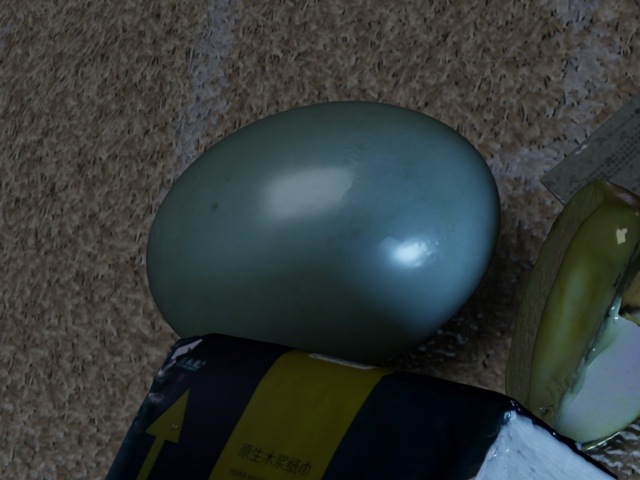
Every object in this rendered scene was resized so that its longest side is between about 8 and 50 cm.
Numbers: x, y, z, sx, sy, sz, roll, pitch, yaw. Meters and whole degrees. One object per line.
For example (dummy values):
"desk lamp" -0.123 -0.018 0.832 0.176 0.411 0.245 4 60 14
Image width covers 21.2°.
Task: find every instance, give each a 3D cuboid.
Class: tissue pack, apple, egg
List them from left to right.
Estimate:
"egg" 0.000 0.000 1.753 0.389 0.276 0.276 -17 47 28
"tissue pack" 0.034 0.254 1.527 0.416 0.264 0.253 7 65 43
"apple" 0.258 0.062 1.582 0.193 0.120 0.265 -107 33 -59

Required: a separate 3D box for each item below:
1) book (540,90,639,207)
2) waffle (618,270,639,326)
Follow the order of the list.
"book" 0.378 -0.033 1.623 0.217 0.021 0.310 -41 53 3
"waffle" 0.397 0.012 1.454 0.248 0.221 0.055 -61 16 -9
